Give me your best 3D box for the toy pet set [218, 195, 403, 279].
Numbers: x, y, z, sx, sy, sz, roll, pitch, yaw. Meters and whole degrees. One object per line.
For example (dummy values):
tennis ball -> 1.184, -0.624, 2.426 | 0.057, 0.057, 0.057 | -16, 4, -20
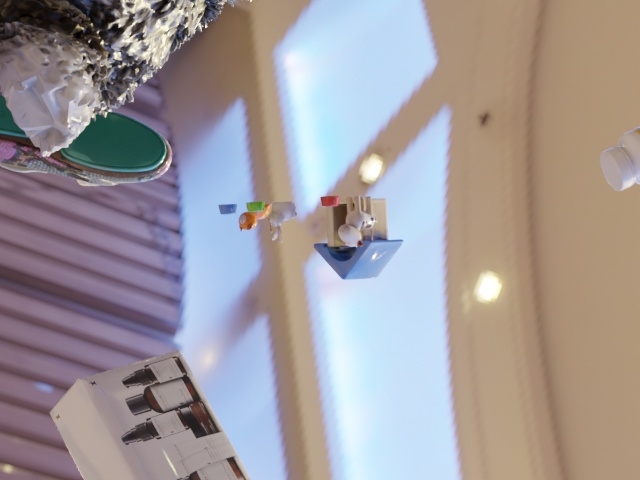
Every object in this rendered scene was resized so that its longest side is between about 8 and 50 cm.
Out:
toy pet set -> 0.000, 0.000, 1.305 | 0.122, 0.114, 0.065 | -3, -91, 42

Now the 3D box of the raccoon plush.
raccoon plush -> -0.112, -0.210, 1.375 | 0.299, 0.216, 0.446 | -23, -142, 0

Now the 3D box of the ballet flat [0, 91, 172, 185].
ballet flat -> -0.247, -0.088, 1.536 | 0.079, 0.221, 0.077 | 100, 3, -56

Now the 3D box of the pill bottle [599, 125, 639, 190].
pill bottle -> 0.368, -0.099, 1.796 | 0.065, 0.116, 0.065 | 61, -12, 23

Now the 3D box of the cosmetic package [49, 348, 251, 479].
cosmetic package -> -0.095, 0.201, 1.186 | 0.239, 0.099, 0.060 | 59, -44, 16
